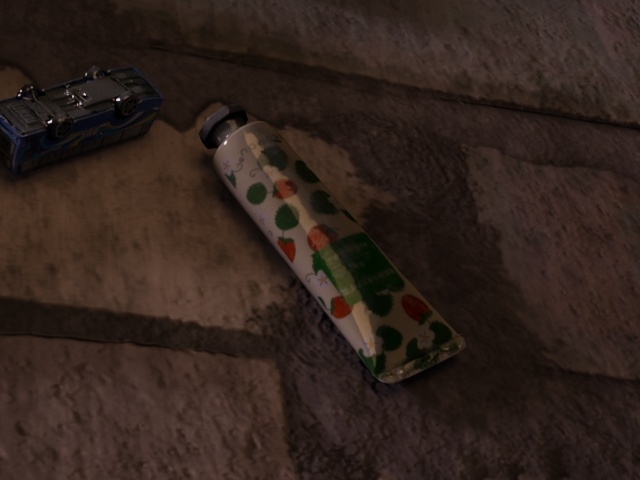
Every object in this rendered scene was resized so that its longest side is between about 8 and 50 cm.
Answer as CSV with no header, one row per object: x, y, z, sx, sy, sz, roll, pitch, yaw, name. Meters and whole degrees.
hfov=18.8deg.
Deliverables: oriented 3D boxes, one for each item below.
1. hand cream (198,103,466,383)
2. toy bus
0.000,0.000,1.525,0.095,0.059,0.276,-23,62,-38,hand cream
-0.195,-0.097,1.533,0.153,0.061,0.051,-23,56,-42,toy bus
